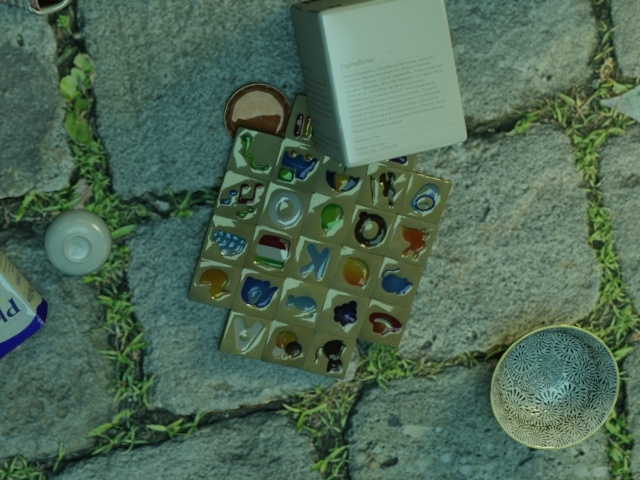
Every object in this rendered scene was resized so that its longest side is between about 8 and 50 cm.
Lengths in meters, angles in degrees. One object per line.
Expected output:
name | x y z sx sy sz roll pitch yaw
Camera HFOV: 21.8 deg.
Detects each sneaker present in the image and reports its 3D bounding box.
sneaker | -0.347 -0.290 1.899 0.134 0.070 0.051 6 108 -10

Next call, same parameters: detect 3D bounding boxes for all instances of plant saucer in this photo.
plant saucer | -0.076 -0.151 2.014 0.083 0.013 0.083 -3 107 -9

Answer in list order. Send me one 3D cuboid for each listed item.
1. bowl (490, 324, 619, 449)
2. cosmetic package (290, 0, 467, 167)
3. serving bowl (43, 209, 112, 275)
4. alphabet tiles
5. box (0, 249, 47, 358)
bowl | 0.291 0.176 2.137 0.170 0.080 0.170 -3 108 -9
cosmetic package | 0.066 -0.197 1.936 0.151 0.151 0.184 -13 104 -12
serving bowl | -0.295 0.006 2.021 0.083 0.027 0.083 -2 108 -7
alphabet tiles | 0.000 0.000 2.065 0.285 0.011 0.343 13 104 -17
box | -0.419 0.077 2.000 0.126 0.072 0.137 -37 109 4
